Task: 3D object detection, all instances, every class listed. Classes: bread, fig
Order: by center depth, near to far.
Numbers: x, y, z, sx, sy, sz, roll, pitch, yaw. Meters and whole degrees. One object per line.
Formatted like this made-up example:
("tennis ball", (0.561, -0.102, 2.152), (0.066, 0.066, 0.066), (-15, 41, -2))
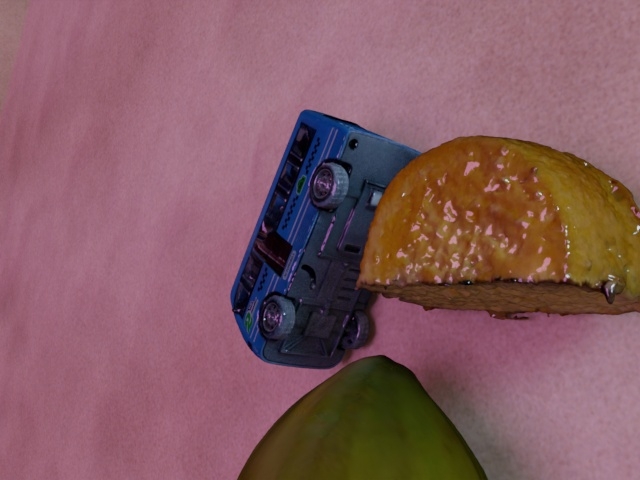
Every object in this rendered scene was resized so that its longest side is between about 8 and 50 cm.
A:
("bread", (0.137, -0.010, 0.591), (0.229, 0.143, 0.140), (-4, 81, 47))
("fig", (0.039, 0.226, 0.607), (0.239, 0.239, 0.271), (-14, 57, 48))

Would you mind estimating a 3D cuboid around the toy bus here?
("toy bus", (0.000, 0.000, 0.775), (0.134, 0.113, 0.246), (39, 111, 51))
